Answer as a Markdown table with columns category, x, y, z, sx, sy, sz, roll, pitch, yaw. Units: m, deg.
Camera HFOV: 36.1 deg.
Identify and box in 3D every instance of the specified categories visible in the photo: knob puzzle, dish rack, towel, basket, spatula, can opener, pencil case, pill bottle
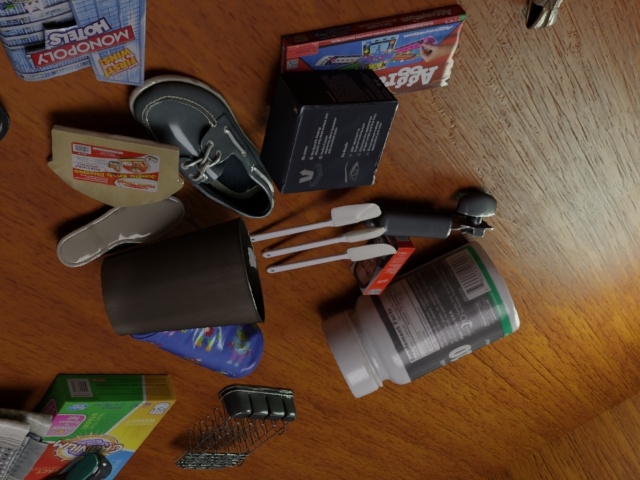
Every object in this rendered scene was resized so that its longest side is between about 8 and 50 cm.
| category | x | y | z | sx | sy | sz | roll | pitch | yaw |
| --- | --- | --- | --- | --- | --- | --- | --- | --- | --- |
| knob puzzle | -0.290 | -0.104 | 1.405 | 0.213 | 0.030 | 0.213 | 4 | 153 | 2 |
| dish rack | -0.199 | 0.433 | 2.222 | 0.208 | 0.074 | 0.271 | 15 | 131 | -44 |
| towel | -0.686 | 0.399 | 1.807 | 0.324 | 0.056 | 0.312 | 13 | 131 | -28 |
| basket | -0.217 | 0.067 | 1.543 | 0.227 | 0.154 | 0.204 | -10 | 145 | 1 |
| spatula | 0.000 | 0.000 | 1.740 | 0.242 | 0.019 | 0.168 | -10 | 150 | 12 |
| can opener | 0.212 | -0.055 | 1.828 | 0.284 | 0.076 | 0.095 | 3 | 105 | -36 |
| pencil case | -0.223 | 0.153 | 1.769 | 0.119 | 0.133 | 0.306 | 7 | 163 | 33 |
| pill bottle | 0.197 | 0.164 | 1.982 | 0.361 | 0.204 | 0.204 | -25 | 147 | 1 |

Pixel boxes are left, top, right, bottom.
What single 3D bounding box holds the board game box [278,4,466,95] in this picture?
| category | x | y | z | sx | sy | sz | roll | pitch | yaw |
| --- | --- | --- | --- | --- | --- | --- | --- | --- | --- |
| board game box | 0.073 | -0.265 | 1.461 | 0.281 | 0.027 | 0.145 | -14 | 146 | -17 |

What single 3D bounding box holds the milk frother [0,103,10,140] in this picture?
| category | x | y | z | sx | sy | sz | roll | pitch | yaw |
| --- | --- | --- | --- | --- | --- | --- | --- | --- | --- |
| milk frother | -0.441 | -0.119 | 1.218 | 0.129 | 0.143 | 0.134 | -31 | 145 | -4 |

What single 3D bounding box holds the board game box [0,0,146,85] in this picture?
| category | x | y | z | sx | sy | sz | roll | pitch | yaw |
| --- | --- | --- | --- | --- | --- | --- | --- | --- | --- |
| board game box | -0.291 | -0.257 | 1.200 | 0.194 | 0.060 | 0.194 | -20 | 146 | -8 |

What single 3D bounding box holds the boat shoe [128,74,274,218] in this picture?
| category | x | y | z | sx | sy | sz | roll | pitch | yaw |
| --- | --- | --- | --- | --- | --- | --- | --- | --- | --- |
| boat shoe | -0.158 | -0.129 | 1.431 | 0.116 | 0.099 | 0.319 | -32 | 147 | 10 |

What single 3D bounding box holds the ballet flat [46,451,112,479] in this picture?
| category | x | y | z | sx | sy | sz | roll | pitch | yaw |
| --- | --- | --- | --- | --- | --- | --- | --- | --- | --- |
| ballet flat | -0.504 | 0.499 | 1.993 | 0.203 | 0.074 | 0.074 | -35 | 146 | 11 |

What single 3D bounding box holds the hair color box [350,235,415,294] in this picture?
| category | x | y | z | sx | sy | sz | roll | pitch | yaw |
| --- | --- | --- | --- | --- | --- | --- | --- | --- | --- |
| hair color box | 0.116 | 0.034 | 1.866 | 0.043 | 0.072 | 0.141 | 0 | 139 | -34 |

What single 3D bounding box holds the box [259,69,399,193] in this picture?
| category | x | y | z | sx | sy | sz | roll | pitch | yaw |
| --- | --- | --- | --- | --- | --- | --- | --- | --- | --- |
| box | 0.010 | -0.160 | 1.438 | 0.158 | 0.093 | 0.156 | -7 | 135 | -27 |

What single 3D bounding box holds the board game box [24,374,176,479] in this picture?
| category | x | y | z | sx | sy | sz | roll | pitch | yaw |
| --- | --- | --- | --- | --- | --- | --- | --- | --- | --- |
| board game box | -0.469 | 0.384 | 1.976 | 0.242 | 0.064 | 0.316 | 6 | 136 | -39 |

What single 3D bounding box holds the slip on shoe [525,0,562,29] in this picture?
| category | x | y | z | sx | sy | sz | roll | pitch | yaw |
| --- | --- | --- | --- | --- | --- | --- | --- | --- | --- |
| slip on shoe | 0.334 | -0.368 | 1.470 | 0.041 | 0.051 | 0.135 | -22 | 155 | -10 |

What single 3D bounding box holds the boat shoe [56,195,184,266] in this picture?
| category | x | y | z | sx | sy | sz | roll | pitch | yaw |
| --- | --- | --- | --- | --- | --- | --- | --- | --- | --- |
| boat shoe | -0.314 | -0.020 | 1.537 | 0.206 | 0.075 | 0.065 | -24 | -170 | -11 |
